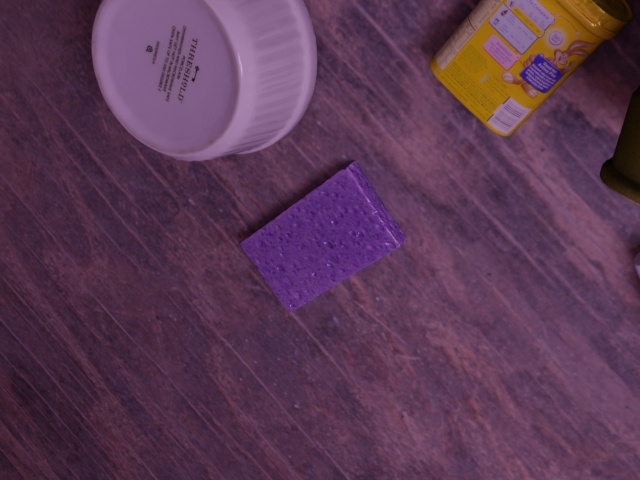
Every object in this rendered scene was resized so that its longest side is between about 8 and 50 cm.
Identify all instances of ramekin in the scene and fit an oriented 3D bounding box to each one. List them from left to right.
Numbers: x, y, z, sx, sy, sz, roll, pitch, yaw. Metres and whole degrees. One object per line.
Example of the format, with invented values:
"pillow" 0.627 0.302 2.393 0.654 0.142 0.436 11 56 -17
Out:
"ramekin" -0.149 -0.219 1.093 0.273 0.127 0.272 13 118 26

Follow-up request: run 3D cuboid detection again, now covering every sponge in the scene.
"sponge" 0.000 0.000 1.170 0.210 0.031 0.117 -33 94 37

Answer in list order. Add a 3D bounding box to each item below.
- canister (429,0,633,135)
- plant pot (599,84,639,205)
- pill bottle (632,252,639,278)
"canister" 0.204 -0.202 0.925 0.126 0.073 0.170 45 129 4
"plant pot" 0.424 -0.183 0.662 0.366 0.366 0.353 15 107 24
"pill bottle" 0.378 0.070 0.948 0.078 0.078 0.137 -19 103 36
